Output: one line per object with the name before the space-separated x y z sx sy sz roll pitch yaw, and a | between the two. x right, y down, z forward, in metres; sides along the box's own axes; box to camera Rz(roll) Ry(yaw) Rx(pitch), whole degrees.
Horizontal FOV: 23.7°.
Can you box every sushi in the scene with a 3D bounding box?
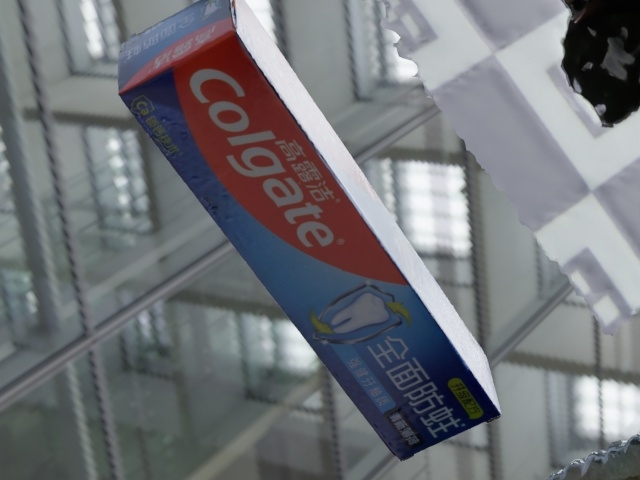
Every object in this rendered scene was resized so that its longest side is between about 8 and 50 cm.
sushi | 0.114 -0.160 0.852 0.373 0.296 0.100 53 -28 3

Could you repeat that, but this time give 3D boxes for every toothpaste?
toothpaste | 0.001 0.000 0.888 0.076 0.066 0.320 -27 -55 14

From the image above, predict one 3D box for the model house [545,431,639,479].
model house | 0.316 0.288 0.864 0.395 0.445 0.400 7 -60 -18
